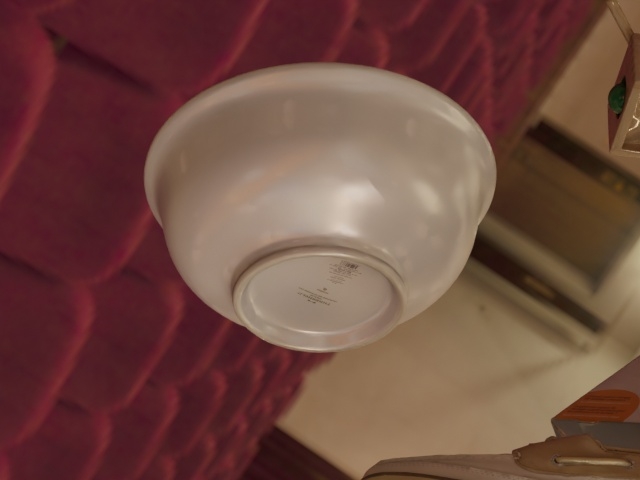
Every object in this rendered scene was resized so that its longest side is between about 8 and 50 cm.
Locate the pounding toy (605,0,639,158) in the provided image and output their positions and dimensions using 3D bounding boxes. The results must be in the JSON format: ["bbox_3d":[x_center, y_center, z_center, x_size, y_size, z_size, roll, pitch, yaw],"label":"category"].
[{"bbox_3d":[0.348,-0.161,1.824,0.130,0.141,0.100,101,-3,-50],"label":"pounding toy"}]

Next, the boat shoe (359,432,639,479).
[{"bbox_3d":[0.174,0.201,1.296,0.103,0.302,0.113,-73,172,-50],"label":"boat shoe"}]

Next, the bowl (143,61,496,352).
[{"bbox_3d":[0.000,0.000,1.470,0.298,0.298,0.134,121,-25,-49],"label":"bowl"}]

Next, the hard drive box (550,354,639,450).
[{"bbox_3d":[0.336,0.134,1.461,0.232,0.089,0.181,-29,-166,-35],"label":"hard drive box"}]
